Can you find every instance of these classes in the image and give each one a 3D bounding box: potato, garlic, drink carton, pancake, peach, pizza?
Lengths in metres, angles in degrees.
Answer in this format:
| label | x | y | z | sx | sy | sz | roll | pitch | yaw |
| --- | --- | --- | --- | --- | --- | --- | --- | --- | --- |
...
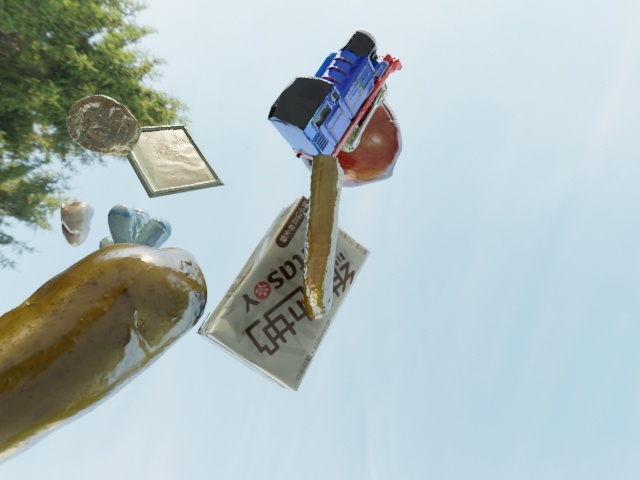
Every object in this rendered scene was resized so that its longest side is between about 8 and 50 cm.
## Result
| label | x | y | z | sx | sy | sz | roll | pitch | yaw |
| --- | --- | --- | --- | --- | --- | --- | --- | --- | --- |
| potato | -0.299 | 0.120 | 0.474 | 0.195 | 0.177 | 0.369 | 36 | -129 | 19 |
| garlic | -0.809 | -0.057 | 1.341 | 0.124 | 0.098 | 0.175 | 59 | -42 | 41 |
| drink carton | -0.061 | 0.095 | 0.795 | 0.194 | 0.132 | 0.325 | 37 | -114 | -14 |
| pancake | -0.484 | -0.251 | 0.906 | 0.151 | 0.025 | 0.152 | -9 | -50 | -11 |
| peach | 0.072 | -0.249 | 1.022 | 0.245 | 0.249 | 0.275 | -40 | -118 | 0 |
| pizza | 0.000 | 0.000 | 0.614 | 0.056 | 0.134 | 0.271 | 2 | -53 | -1 |

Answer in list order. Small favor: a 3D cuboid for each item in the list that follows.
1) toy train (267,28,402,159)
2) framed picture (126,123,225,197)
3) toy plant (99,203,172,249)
| label | x | y | z | sx | sy | sz | roll | pitch | yaw |
| --- | --- | --- | --- | --- | --- | --- | --- | --- | --- |
| toy train | 0.027 | -0.214 | 0.598 | 0.082 | 0.131 | 0.204 | 27 | -98 | 37 |
| framed picture | -0.419 | -0.231 | 1.115 | 0.274 | 0.217 | 0.017 | 52 | -42 | 21 |
| toy plant | -0.592 | 0.025 | 1.268 | 0.246 | 0.247 | 0.333 | -25 | -132 | 8 |
